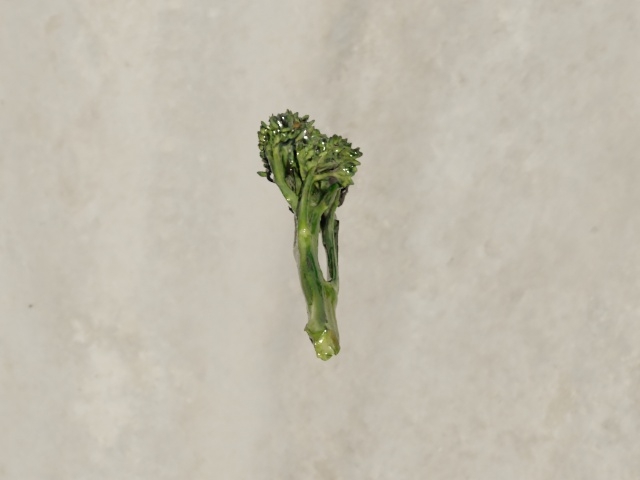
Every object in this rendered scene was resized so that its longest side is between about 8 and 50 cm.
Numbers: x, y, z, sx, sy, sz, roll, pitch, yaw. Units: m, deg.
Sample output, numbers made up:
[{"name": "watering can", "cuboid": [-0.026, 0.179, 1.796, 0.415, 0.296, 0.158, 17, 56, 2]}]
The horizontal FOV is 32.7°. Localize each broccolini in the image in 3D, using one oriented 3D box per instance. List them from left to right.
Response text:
[{"name": "broccolini", "cuboid": [0.003, -0.010, 0.676, 0.074, 0.201, 0.058, 11, 123, -20]}]
